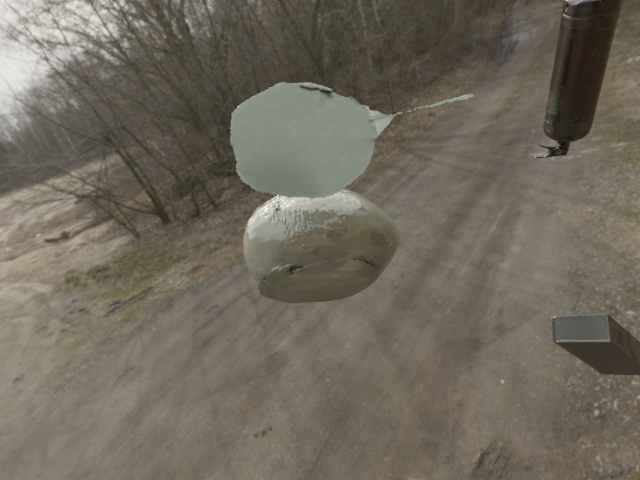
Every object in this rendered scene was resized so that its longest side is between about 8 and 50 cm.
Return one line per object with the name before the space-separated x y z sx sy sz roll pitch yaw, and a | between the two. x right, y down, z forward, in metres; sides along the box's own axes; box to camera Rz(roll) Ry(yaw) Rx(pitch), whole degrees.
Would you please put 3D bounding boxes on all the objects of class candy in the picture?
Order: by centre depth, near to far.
candy | 0.000 0.000 0.748 0.295 0.295 0.186 -18 64 8

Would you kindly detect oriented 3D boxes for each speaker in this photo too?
speaker | 0.461 0.174 0.676 0.082 0.218 0.044 -16 54 47

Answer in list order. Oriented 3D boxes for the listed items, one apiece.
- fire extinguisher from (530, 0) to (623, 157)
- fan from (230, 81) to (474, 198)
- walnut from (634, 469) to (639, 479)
fire extinguisher | 0.386 -0.239 0.646 0.089 0.268 0.072 21 54 34
fan | 0.045 -0.140 0.500 0.309 0.010 0.182 -14 65 -7
walnut | 0.304 0.194 0.233 0.167 0.168 0.207 -36 40 -29
